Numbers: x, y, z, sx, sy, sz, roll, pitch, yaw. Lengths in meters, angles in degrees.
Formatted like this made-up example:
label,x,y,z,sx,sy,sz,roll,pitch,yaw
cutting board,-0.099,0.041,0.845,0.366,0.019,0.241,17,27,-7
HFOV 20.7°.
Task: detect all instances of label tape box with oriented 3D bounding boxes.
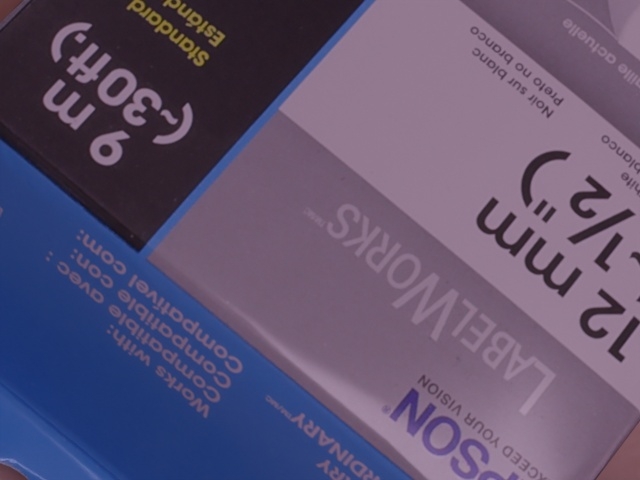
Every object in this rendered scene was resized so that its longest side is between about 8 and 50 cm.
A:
label,x,y,z,sx,sy,sz,roll,pitch,yaw
label tape box,0.000,0.000,0.623,0.249,0.115,0.347,40,69,3
